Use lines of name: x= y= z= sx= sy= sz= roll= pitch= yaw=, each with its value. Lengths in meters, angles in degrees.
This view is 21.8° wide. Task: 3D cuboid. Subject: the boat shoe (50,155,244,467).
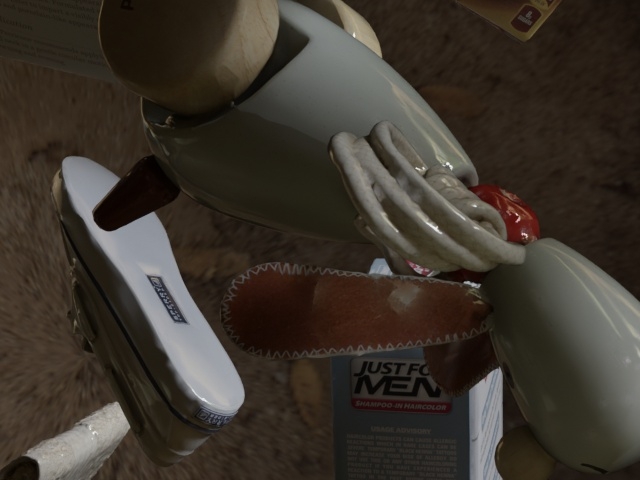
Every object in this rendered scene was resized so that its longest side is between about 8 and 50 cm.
boat shoe: x=-0.150 y=0.052 z=1.270 sx=0.088 sy=0.096 sz=0.267 roll=-46 pitch=61 yaw=23

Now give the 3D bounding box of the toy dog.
toy dog: x=0.000 y=0.000 z=0.769 sx=0.220 sy=0.333 sz=0.161 roll=28 pitch=108 yaw=-39

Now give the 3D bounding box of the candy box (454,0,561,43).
candy box: x=0.172 y=-0.320 z=1.221 sx=0.183 sy=0.087 sz=0.316 roll=27 pitch=120 yaw=-24

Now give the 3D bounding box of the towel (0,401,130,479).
towel: x=-0.303 y=0.276 z=1.619 sx=0.049 sy=0.187 sz=0.282 roll=42 pitch=113 yaw=8

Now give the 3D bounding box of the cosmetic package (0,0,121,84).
cosmetic package: x=-0.152 y=-0.224 z=1.115 sx=0.151 sy=0.183 sz=0.151 roll=15 pitch=54 yaw=20

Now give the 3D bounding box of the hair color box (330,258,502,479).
hair color box: x=0.084 y=0.220 z=1.347 sx=0.113 sy=0.185 sz=0.374 roll=2 pitch=109 yaw=12
